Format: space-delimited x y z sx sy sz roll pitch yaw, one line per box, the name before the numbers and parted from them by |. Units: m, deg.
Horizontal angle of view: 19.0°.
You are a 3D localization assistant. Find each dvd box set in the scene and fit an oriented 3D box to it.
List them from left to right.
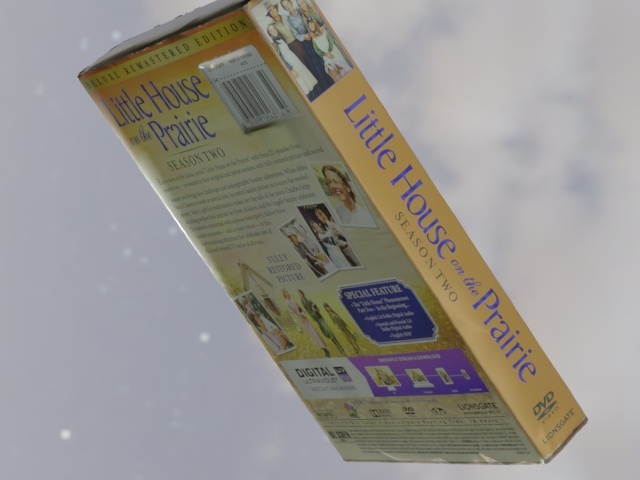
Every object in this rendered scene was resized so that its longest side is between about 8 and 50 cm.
dvd box set | 0.000 0.000 1.535 0.062 0.420 0.308 -41 -166 -27
